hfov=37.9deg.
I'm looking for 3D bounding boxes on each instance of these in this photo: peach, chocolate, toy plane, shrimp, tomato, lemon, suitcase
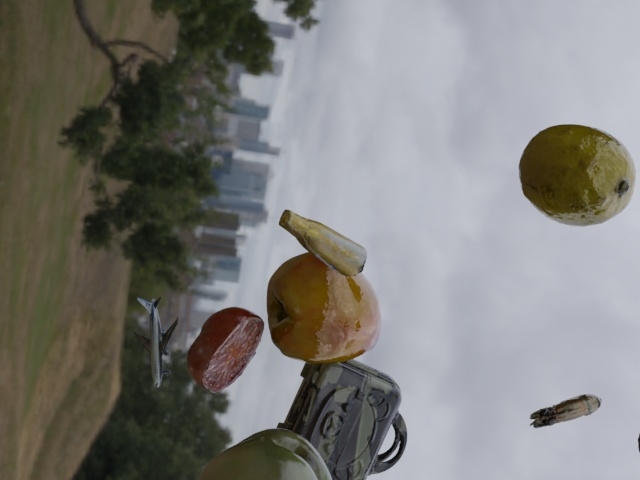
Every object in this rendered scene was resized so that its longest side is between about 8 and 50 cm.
[{"bbox_3d":[-0.108,0.470,1.611,0.292,0.247,0.292,-52,-174,8],"label":"peach"},{"bbox_3d":[0.000,0.000,2.019,0.085,0.219,0.085,-39,-147,31],"label":"chocolate"},{"bbox_3d":[-0.406,0.247,2.303,0.226,0.058,0.226,-20,-99,49],"label":"toy plane"},{"bbox_3d":[0.016,0.169,2.336,0.289,0.308,0.289,-1,-91,61],"label":"peach"},{"bbox_3d":[0.454,0.319,1.762,0.099,0.180,0.041,-10,-90,54],"label":"shrimp"},{"bbox_3d":[-0.240,0.255,2.247,0.237,0.095,0.237,-48,157,-29],"label":"tomato"},{"bbox_3d":[0.618,-0.159,2.260,0.260,0.284,0.260,-40,138,-48],"label":"lemon"},{"bbox_3d":[0.070,0.507,2.551,0.351,0.339,0.194,-66,-167,-1],"label":"suitcase"}]

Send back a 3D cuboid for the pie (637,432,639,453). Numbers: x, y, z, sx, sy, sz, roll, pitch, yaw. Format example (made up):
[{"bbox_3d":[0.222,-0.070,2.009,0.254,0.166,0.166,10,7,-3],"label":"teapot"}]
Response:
[{"bbox_3d":[0.874,0.457,2.170,0.277,0.078,0.277,-25,-125,42],"label":"pie"}]
